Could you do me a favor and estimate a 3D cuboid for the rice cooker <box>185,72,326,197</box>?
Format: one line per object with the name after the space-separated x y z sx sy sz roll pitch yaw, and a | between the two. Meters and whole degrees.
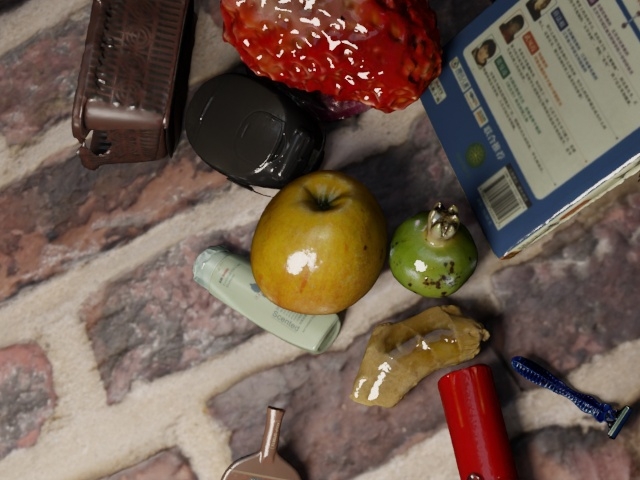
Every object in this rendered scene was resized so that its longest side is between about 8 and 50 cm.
-0.083 -0.140 1.747 0.203 0.118 0.142 33 97 25 | rice cooker

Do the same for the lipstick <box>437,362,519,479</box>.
0.200 0.285 1.552 0.073 0.073 0.279 -16 66 9 | lipstick

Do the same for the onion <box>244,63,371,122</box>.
-0.002 -0.291 1.797 0.250 0.111 0.247 -4 68 12 | onion

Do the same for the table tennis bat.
-0.074 0.281 1.661 0.108 0.119 0.169 10 96 -8 | table tennis bat

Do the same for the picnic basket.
-0.249 -0.249 1.803 0.129 0.222 0.296 7 72 -1 | picnic basket

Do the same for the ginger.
0.116 0.141 1.626 0.190 0.069 0.095 -27 60 5 | ginger

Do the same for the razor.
0.298 0.184 1.584 0.155 0.028 0.044 30 85 21 | razor

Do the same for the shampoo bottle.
-0.072 0.075 1.711 0.212 0.049 0.072 29 79 22 | shampoo bottle

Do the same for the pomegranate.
0.142 0.006 1.632 0.115 0.142 0.114 3 55 -4 | pomegranate

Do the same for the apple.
0.000 0.000 1.648 0.183 0.155 0.182 7 40 -6 | apple

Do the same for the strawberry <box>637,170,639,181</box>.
0.391 -0.256 1.658 0.253 0.150 0.280 39 82 24 | strawberry

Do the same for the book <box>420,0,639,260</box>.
0.316 -0.209 1.603 0.428 0.039 0.300 -38 62 33 | book

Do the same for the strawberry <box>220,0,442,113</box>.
0.015 -0.312 1.671 0.336 0.149 0.265 41 86 4 | strawberry
